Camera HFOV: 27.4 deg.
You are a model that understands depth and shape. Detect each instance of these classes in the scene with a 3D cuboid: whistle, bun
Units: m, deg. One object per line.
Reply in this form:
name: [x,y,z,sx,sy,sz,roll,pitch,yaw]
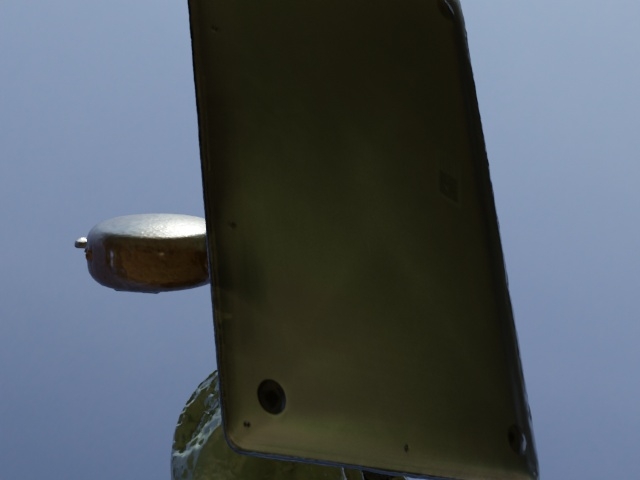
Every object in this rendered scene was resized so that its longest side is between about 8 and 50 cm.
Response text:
whistle: [-0.083,0.014,0.977,0.107,0.220,0.057,-33,-56,-69]
bun: [-0.010,0.181,0.950,0.221,0.108,0.221,25,-126,-39]

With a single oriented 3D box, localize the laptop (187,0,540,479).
laptop: [0.019,-0.028,0.579,0.188,0.015,0.269,16,-121,-42]
